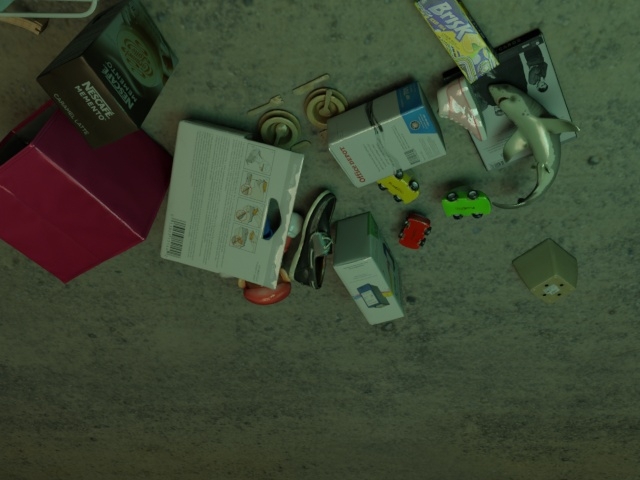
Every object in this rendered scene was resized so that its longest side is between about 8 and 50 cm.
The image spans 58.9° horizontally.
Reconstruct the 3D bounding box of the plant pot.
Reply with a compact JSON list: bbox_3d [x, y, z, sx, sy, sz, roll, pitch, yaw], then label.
[{"bbox_3d":[0.529,0.081,1.314,0.109,0.096,0.109,32,128,-23],"label":"plant pot"}]

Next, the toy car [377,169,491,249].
[{"bbox_3d":[0.248,-0.079,1.195,0.225,0.053,0.239,-2,135,29],"label":"toy car"}]

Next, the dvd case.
[{"bbox_3d":[0.359,-0.251,1.065,0.179,0.029,0.238,-21,128,23],"label":"dvd case"}]

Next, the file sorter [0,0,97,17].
[{"bbox_3d":[-0.376,-0.450,0.789,0.173,0.277,0.192,0,133,0],"label":"file sorter"}]

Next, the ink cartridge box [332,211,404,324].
[{"bbox_3d":[0.114,0.066,1.302,0.093,0.154,0.212,-16,129,18],"label":"ink cartridge box"}]

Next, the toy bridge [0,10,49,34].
[{"bbox_3d":[-0.575,-0.420,0.978,0.188,0.063,0.026,31,129,-22],"label":"toy bridge"}]

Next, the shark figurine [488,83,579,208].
[{"bbox_3d":[0.414,-0.168,1.057,0.166,0.116,0.278,15,135,39],"label":"shark figurine"}]

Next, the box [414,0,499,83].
[{"bbox_3d":[0.229,-0.352,0.947,0.059,0.054,0.169,-32,112,29],"label":"box"}]

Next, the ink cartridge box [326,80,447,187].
[{"bbox_3d":[0.126,-0.198,1.085,0.191,0.082,0.139,-18,140,21],"label":"ink cartridge box"}]

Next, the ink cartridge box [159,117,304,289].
[{"bbox_3d":[-0.179,-0.073,1.157,0.261,0.066,0.296,16,109,6],"label":"ink cartridge box"}]

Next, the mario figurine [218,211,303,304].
[{"bbox_3d":[-0.148,0.007,1.327,0.198,0.170,0.320,19,133,40],"label":"mario figurine"}]

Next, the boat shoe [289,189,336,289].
[{"bbox_3d":[0.000,0.000,1.267,0.079,0.084,0.233,27,114,24],"label":"boat shoe"}]

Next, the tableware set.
[{"bbox_3d":[-0.037,-0.233,1.115,0.194,0.039,0.128,-20,128,23],"label":"tableware set"}]

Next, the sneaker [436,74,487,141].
[{"bbox_3d":[0.257,-0.233,1.040,0.070,0.051,0.134,-18,125,26],"label":"sneaker"}]

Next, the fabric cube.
[{"bbox_3d":[-0.490,-0.117,1.126,0.259,0.254,0.258,-25,128,25],"label":"fabric cube"}]

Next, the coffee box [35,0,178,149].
[{"bbox_3d":[-0.344,-0.287,0.953,0.098,0.246,0.141,-16,130,20],"label":"coffee box"}]
